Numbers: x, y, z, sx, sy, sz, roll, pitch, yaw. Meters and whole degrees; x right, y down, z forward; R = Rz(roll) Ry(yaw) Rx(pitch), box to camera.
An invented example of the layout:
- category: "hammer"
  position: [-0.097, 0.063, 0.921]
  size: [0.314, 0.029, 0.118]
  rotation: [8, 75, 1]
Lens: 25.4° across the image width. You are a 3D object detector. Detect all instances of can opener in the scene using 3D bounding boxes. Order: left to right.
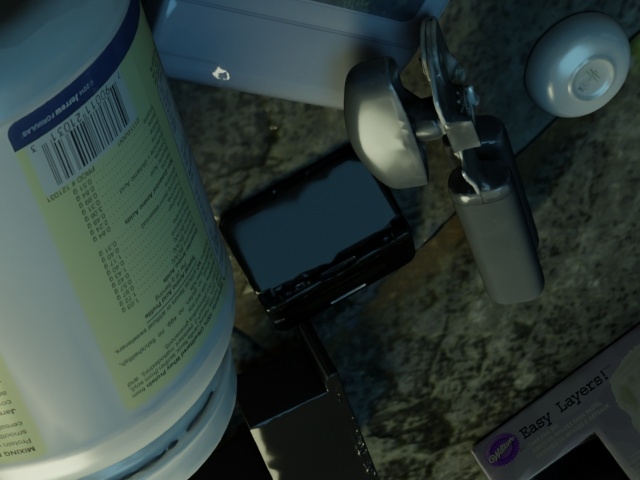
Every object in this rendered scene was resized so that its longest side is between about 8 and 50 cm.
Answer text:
- category: "can opener"
  position: [0.089, -0.044, 0.994]
  size: [0.095, 0.076, 0.283]
  rotation: [-11, 146, 12]

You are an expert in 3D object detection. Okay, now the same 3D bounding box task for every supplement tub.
- category: "supplement tub"
  position: [-0.182, -0.009, 0.807]
  size: [0.235, 0.235, 0.325]
  rotation: [-23, 131, -8]

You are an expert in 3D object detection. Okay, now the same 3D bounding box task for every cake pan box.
- category: "cake pan box"
  position: [0.281, 0.194, 1.172]
  size: [0.267, 0.246, 0.070]
  rotation: [-36, 128, 5]

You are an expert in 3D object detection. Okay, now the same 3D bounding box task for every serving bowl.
- category: "serving bowl"
  position: [0.192, -0.123, 1.036]
  size: [0.083, 0.027, 0.083]
  rotation: [-12, 129, -16]

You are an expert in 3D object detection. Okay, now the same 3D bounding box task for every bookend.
- category: "bookend"
  position: [-0.047, 0.165, 1.108]
  size: [0.157, 0.072, 0.156]
  rotation: [-25, 130, -5]

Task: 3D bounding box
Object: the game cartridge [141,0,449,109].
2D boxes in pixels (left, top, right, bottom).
- category: "game cartridge"
  position: [0.013, -0.218, 0.866]
  size: [0.196, 0.060, 0.294]
  rotation: [4, 122, -33]

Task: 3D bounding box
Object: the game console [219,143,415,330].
- category: "game console"
  position: [0.000, 0.000, 1.048]
  size: [0.122, 0.071, 0.107]
  rotation: [-29, 161, -2]
